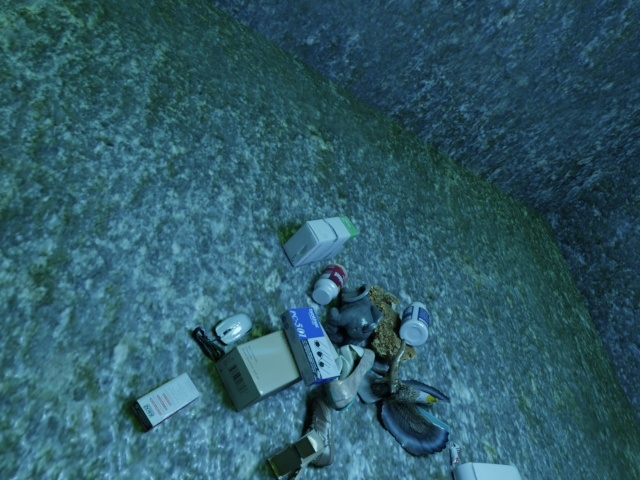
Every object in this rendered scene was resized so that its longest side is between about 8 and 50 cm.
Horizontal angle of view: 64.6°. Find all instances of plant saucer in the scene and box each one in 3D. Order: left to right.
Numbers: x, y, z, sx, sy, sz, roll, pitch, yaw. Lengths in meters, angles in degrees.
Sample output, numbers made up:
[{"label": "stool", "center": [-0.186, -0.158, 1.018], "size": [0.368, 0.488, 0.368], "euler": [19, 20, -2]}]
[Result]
[{"label": "plant saucer", "center": [0.362, 0.606, 1.690], "size": [0.192, 0.018, 0.067], "euler": [36, 38, -15]}]

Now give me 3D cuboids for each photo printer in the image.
[{"label": "photo printer", "center": [0.558, 0.861, 1.569], "size": [0.256, 0.107, 0.307], "euler": [20, 44, -31]}]

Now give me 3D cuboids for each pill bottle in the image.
[{"label": "pill bottle", "center": [0.030, 0.150, 1.729], "size": [0.086, 0.086, 0.152], "euler": [43, 37, -5]}, {"label": "pill bottle", "center": [0.323, 0.277, 1.726], "size": [0.094, 0.094, 0.169], "euler": [44, 25, -4]}]

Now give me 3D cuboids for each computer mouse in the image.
[{"label": "computer mouse", "center": [-0.252, 0.247, 1.398], "size": [0.106, 0.042, 0.193], "euler": [51, 37, 7]}]

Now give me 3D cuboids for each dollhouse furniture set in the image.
[{"label": "dollhouse furniture set", "center": [-0.010, 0.555, 1.232], "size": [0.101, 0.182, 0.160], "euler": [-15, 67, -50]}]

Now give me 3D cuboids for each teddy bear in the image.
[{"label": "teddy bear", "center": [0.226, 0.294, 1.792], "size": [0.245, 0.113, 0.337], "euler": [18, 37, -43]}]

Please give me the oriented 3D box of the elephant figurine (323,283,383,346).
[{"label": "elephant figurine", "center": [0.120, 0.219, 1.662], "size": [0.186, 0.169, 0.239], "euler": [23, 44, 14]}]

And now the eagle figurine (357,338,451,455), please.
[{"label": "eagle figurine", "center": [0.281, 0.501, 1.588], "size": [0.298, 0.226, 0.225], "euler": [56, -9, -31]}]

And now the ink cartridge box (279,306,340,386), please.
[{"label": "ink cartridge box", "center": [-0.030, 0.284, 1.373], "size": [0.097, 0.046, 0.207], "euler": [3, 55, -45]}]

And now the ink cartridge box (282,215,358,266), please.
[{"label": "ink cartridge box", "center": [0.000, 0.000, 1.776], "size": [0.220, 0.160, 0.092], "euler": [-10, 63, -49]}]

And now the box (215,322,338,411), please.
[{"label": "box", "center": [-0.112, 0.331, 1.392], "size": [0.311, 0.121, 0.148], "euler": [-13, 66, -49]}]

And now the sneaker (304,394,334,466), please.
[{"label": "sneaker", "center": [-0.010, 0.510, 1.372], "size": [0.071, 0.066, 0.188], "euler": [14, 46, -33]}]

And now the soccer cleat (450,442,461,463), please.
[{"label": "soccer cleat", "center": [0.440, 0.703, 1.670], "size": [0.036, 0.029, 0.083], "euler": [41, 33, 7]}]

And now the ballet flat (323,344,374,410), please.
[{"label": "ballet flat", "center": [0.087, 0.376, 1.514], "size": [0.106, 0.108, 0.316], "euler": [62, 21, -7]}]

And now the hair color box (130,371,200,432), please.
[{"label": "hair color box", "center": [-0.358, 0.373, 1.177], "size": [0.072, 0.043, 0.141], "euler": [54, 36, 10]}]
